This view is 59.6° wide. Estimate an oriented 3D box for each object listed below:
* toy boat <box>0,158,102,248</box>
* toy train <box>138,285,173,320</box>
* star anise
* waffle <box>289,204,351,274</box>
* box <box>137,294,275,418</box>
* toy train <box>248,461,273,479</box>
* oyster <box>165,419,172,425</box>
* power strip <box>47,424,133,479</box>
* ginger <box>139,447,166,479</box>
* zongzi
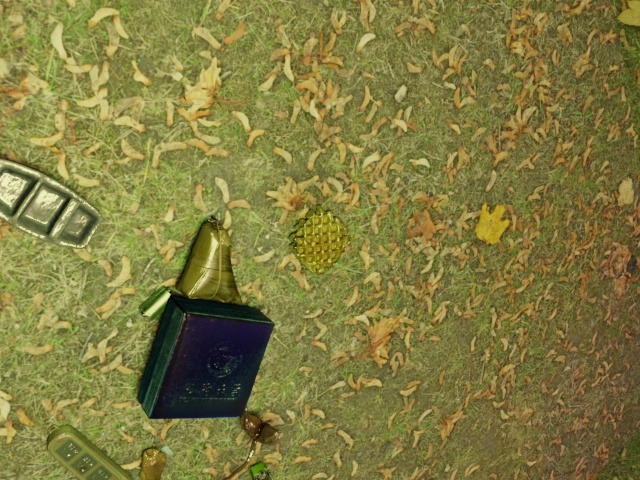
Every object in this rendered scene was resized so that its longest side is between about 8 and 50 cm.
[{"bbox_3d":[-0.605,-0.086,1.166,0.283,0.078,0.127,35,88,-33],"label":"toy boat"},{"bbox_3d":[-0.400,0.156,1.372,0.093,0.056,0.038,-44,118,-14],"label":"toy train"},{"bbox_3d":[-0.232,0.599,1.569,0.148,0.218,0.227,43,62,-25],"label":"star anise"},{"bbox_3d":[0.000,0.000,1.563,0.169,0.036,0.183,-49,124,-10],"label":"waffle"},{"bbox_3d":[-0.285,0.302,1.404,0.261,0.116,0.279,13,101,-39],"label":"box"},{"bbox_3d":[-0.170,0.759,1.687,0.060,0.081,0.202,-18,121,-23],"label":"toy train"},{"bbox_3d":[-0.396,0.443,1.483,0.093,0.034,0.051,-58,140,-15],"label":"oyster"},{"bbox_3d":[-0.581,0.562,1.407,0.080,0.048,0.286,-38,119,-15],"label":"power strip"},{"bbox_3d":[-0.458,0.630,1.496,0.069,0.051,0.173,7,103,-39],"label":"ginger"},{"bbox_3d":[-0.240,0.059,1.418,0.204,0.094,0.205,19,93,-44],"label":"zongzi"}]
